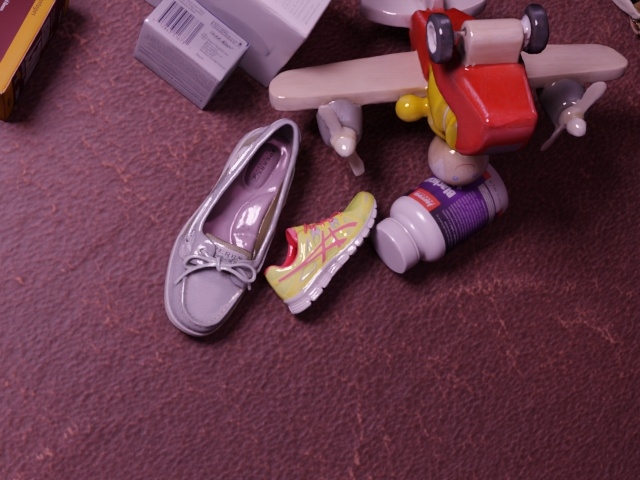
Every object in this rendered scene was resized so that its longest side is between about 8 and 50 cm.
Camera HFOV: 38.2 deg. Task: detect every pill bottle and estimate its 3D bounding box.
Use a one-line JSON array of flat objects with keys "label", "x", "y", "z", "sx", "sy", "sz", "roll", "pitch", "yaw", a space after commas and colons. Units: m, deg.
[{"label": "pill bottle", "x": 0.171, "y": -0.036, "z": 1.356, "sx": 0.193, "sy": 0.108, "sz": 0.108, "roll": -34, "pitch": 93, "yaw": -19}]

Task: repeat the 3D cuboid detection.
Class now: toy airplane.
[{"label": "toy airplane", "x": 0.179, "y": -0.213, "z": 1.275, "sx": 0.384, "sy": 0.386, "sz": 0.272, "roll": -34, "pitch": 129, "yaw": -46}]

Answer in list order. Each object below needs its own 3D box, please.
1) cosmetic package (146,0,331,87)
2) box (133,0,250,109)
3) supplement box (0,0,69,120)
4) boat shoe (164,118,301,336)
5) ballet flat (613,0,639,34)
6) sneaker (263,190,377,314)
[{"label": "cosmetic package", "x": -0.105, "y": -0.354, "z": 1.254, "sx": 0.225, "sy": 0.224, "sz": 0.138, "roll": 34, "pitch": 74, "yaw": -11}, {"label": "box", "x": -0.178, "y": -0.260, "z": 1.263, "sx": 0.126, "sy": 0.137, "sz": 0.072, "roll": 38, "pitch": 72, "yaw": -9}, {"label": "supplement box", "x": -0.452, "y": -0.293, "z": 1.187, "sx": 0.194, "sy": 0.129, "sz": 0.191, "roll": 27, "pitch": 75, "yaw": -12}, {"label": "boat shoe", "x": -0.116, "y": -0.022, "z": 1.266, "sx": 0.118, "sy": 0.103, "sz": 0.320, "roll": 30, "pitch": 74, "yaw": -11}, {"label": "ballet flat", "x": 0.497, "y": -0.482, "z": 1.530, "sx": 0.106, "sy": 0.107, "sz": 0.316, "roll": -28, "pitch": 91, "yaw": -6}, {"label": "sneaker", "x": 0.000, "y": 0.000, "z": 1.312, "sx": 0.094, "sy": 0.081, "sz": 0.208, "roll": 41, "pitch": 73, "yaw": -6}]
